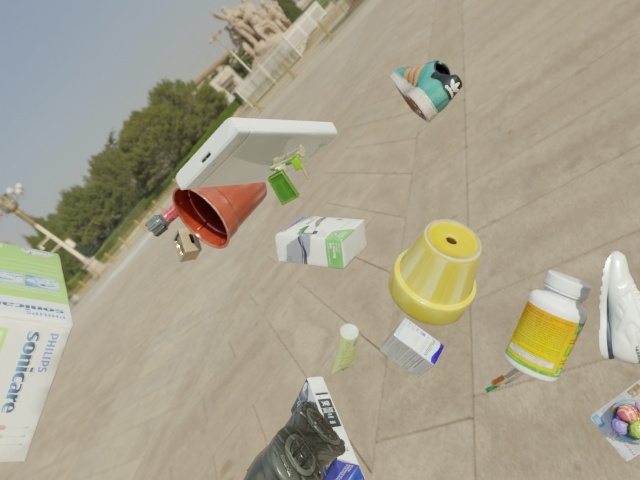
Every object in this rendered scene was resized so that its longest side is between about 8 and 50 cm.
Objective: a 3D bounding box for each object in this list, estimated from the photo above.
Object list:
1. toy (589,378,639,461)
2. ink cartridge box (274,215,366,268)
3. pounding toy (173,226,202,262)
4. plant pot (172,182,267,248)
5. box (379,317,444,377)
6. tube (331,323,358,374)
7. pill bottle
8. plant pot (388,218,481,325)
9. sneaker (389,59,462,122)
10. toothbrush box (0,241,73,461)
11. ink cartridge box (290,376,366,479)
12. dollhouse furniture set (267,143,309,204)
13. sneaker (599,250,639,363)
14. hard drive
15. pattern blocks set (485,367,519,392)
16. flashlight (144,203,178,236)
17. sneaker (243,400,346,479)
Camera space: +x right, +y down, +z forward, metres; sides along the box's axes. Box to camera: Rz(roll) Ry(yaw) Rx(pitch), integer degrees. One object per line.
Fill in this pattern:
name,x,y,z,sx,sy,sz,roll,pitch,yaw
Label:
toy,0.844,0.478,1.219,0.237,0.056,0.137,-61,41,33
ink cartridge box,0.000,0.000,1.314,0.219,0.093,0.160,6,26,27
pounding toy,-0.547,-0.004,1.906,0.100,0.141,0.130,-12,-18,-34
plant pot,-0.355,-0.156,1.694,0.272,0.272,0.265,-21,21,53
box,0.259,0.308,1.300,0.072,0.137,0.126,-47,-12,-33
tube,0.085,0.374,1.527,0.062,0.069,0.240,-63,-18,-44
pill bottle,0.559,0.204,1.112,0.136,0.136,0.246,-122,48,-70
plant pot,0.348,0.077,1.327,0.254,0.253,0.239,-69,-7,-45
sneaker,0.266,-0.391,1.145,0.121,0.108,0.302,-36,30,14
toothbrush box,-0.469,0.144,0.668,0.283,0.122,0.207,30,100,51
ink cartridge box,0.011,0.577,1.305,0.333,0.065,0.166,59,134,46
dollhouse furniture set,-0.060,-0.132,0.903,0.076,0.059,0.152,-25,23,16
sneaker,0.647,0.140,0.961,0.094,0.090,0.236,-2,90,41
hard drive,-0.142,-0.208,1.101,0.233,0.047,0.352,-34,-10,37
pattern blocks set,0.750,0.481,1.698,0.325,0.285,0.026,-58,48,41
flashlight,-0.590,-0.140,1.891,0.304,0.103,0.103,-42,47,-6
sneaker,-0.050,0.339,0.706,0.130,0.109,0.286,-44,-19,5
